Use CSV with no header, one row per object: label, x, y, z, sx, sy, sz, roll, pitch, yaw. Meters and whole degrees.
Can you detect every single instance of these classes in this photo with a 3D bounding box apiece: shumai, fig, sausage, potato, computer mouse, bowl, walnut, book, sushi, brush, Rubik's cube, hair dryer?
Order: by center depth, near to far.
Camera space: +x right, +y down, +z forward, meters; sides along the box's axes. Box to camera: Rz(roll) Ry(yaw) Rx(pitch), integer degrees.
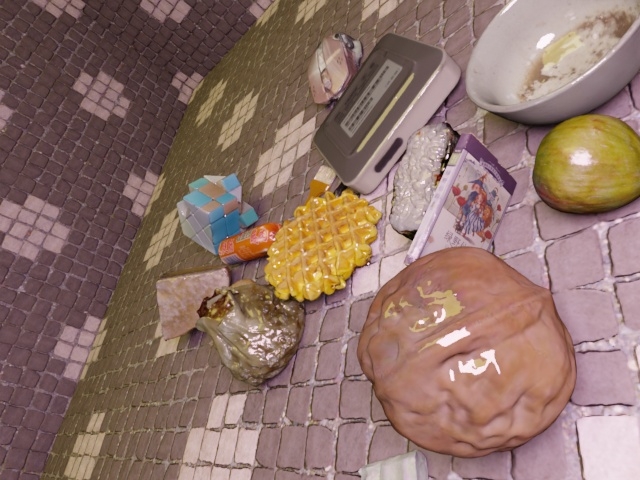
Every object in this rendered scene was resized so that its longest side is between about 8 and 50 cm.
walnut,0.185,0.141,0.591,0.273,0.227,0.274,-31,39,29
fig,0.420,-0.097,0.592,0.245,0.149,0.149,12,74,36
bowl,0.399,-0.297,0.723,0.289,0.146,0.290,-35,40,36
book,0.235,-0.033,0.723,0.026,0.157,0.231,16,78,55
sushi,0.214,-0.096,0.830,0.124,0.127,0.225,-4,69,51
shumai,-0.172,0.194,1.053,0.189,0.218,0.256,-29,40,47
hair dryer,0.074,-0.129,1.150,0.083,0.031,0.079,8,62,41
brush,-0.039,-0.094,1.279,0.273,0.013,0.103,-60,32,1
sausage,-0.194,0.008,1.324,0.312,0.092,0.093,-16,52,50
potato,-0.387,0.186,1.459,0.263,0.211,0.189,-12,2,5
computer mouse,0.032,-0.566,1.467,0.199,0.114,0.390,-35,39,38
Rubik's cube,-0.336,-0.089,1.505,0.224,0.266,0.213,29,47,27

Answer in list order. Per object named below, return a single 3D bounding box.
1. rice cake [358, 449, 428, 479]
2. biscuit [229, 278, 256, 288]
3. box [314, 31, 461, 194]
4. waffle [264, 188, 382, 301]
rice cake,0.110,0.433,0.629,0.127,0.043,0.237,-32,42,34
biscuit,-0.235,0.212,1.268,0.219,0.033,0.220,-24,55,38
box,0.140,-0.337,1.139,0.367,0.090,0.373,-52,32,16
waffle,-0.007,0.009,1.045,0.328,0.062,0.330,-21,44,22
